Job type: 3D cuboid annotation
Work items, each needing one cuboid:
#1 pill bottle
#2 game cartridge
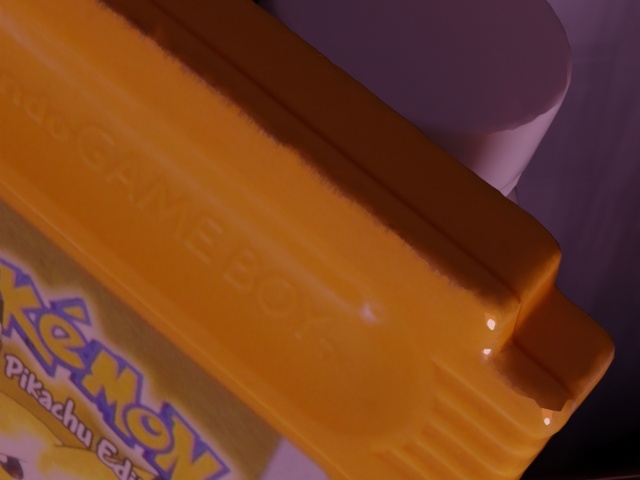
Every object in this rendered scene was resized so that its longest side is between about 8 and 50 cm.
[{"bbox_3d":[0.000,0.000,0.512,0.131,0.131,0.229,7,140,-17],"label":"pill bottle"},{"bbox_3d":[-0.082,0.040,0.474,0.285,0.053,0.323,38,139,13],"label":"game cartridge"}]
